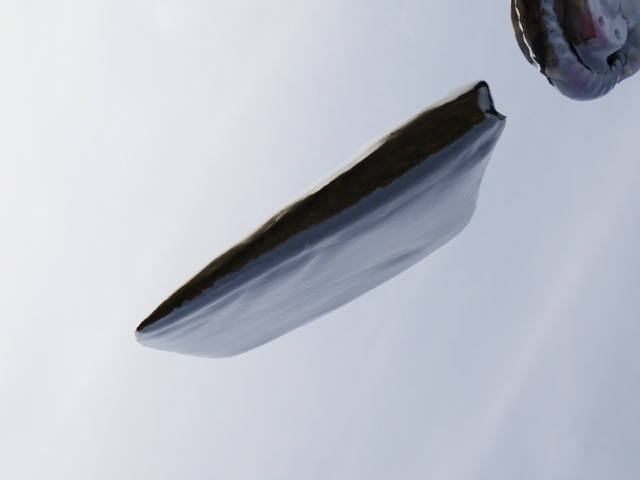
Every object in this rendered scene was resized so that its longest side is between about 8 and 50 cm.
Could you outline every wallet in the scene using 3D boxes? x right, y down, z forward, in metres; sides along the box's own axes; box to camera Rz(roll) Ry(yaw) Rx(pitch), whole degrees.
[{"bbox_3d":[0.000,0.000,0.561,0.169,0.245,0.052,-31,-97,-3],"label":"wallet"}]

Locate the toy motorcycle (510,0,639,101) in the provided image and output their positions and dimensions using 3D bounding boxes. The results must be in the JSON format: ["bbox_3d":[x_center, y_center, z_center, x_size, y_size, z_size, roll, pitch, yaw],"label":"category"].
[{"bbox_3d":[0.101,-0.191,0.536,0.110,0.171,0.260,-12,-85,37],"label":"toy motorcycle"}]
